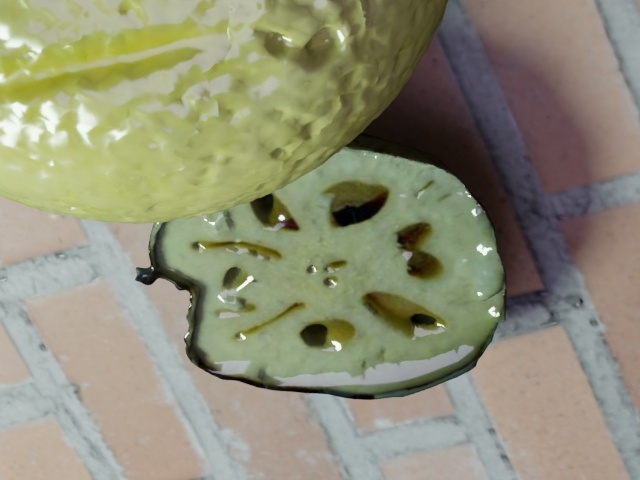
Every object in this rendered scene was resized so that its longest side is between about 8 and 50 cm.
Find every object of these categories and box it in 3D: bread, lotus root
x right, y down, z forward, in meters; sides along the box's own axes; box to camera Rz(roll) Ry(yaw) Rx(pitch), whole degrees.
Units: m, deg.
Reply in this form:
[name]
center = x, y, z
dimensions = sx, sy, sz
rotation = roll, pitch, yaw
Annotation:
[bread]
center = -0.086, -0.165, 0.899
dimensions = 0.320, 0.237, 0.320
rotation = 6, 122, 9
[lotus root]
center = 0.004, 0.001, 1.070
dimensions = 0.203, 0.078, 0.183
rotation = 13, 129, -10
